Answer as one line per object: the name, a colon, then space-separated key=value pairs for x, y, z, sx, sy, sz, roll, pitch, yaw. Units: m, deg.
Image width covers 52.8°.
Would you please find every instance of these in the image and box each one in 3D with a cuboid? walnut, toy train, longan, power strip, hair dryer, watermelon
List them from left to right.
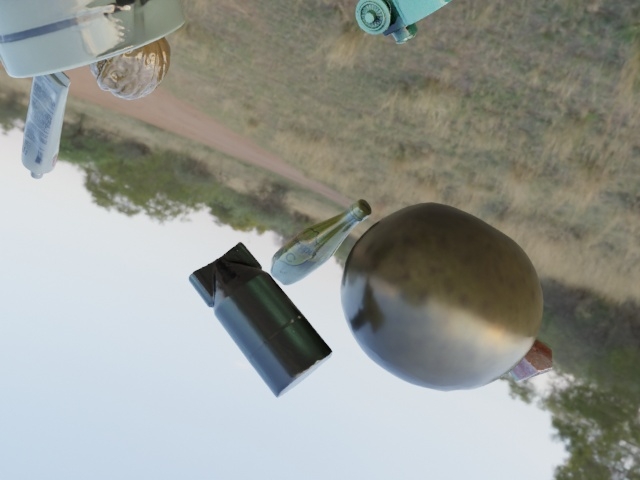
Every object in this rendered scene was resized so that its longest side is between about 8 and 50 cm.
power strip: x=-0.411 y=-0.413 z=1.131 sx=0.358 sy=0.161 sz=0.357 roll=-12 pitch=-152 yaw=6
walnut: x=-0.474 y=-0.451 z=1.589 sx=0.213 sy=0.213 sz=0.213 roll=22 pitch=180 yaw=0
hair dryer: x=-0.093 y=0.142 z=1.121 sx=0.244 sy=0.116 sz=0.302 roll=52 pitch=173 yaw=13
toy train: x=0.090 y=-0.401 z=0.896 sx=0.159 sy=0.101 sz=0.248 roll=-12 pitch=117 yaw=47
longan: x=0.211 y=0.099 z=1.159 sx=0.361 sy=0.360 sz=0.361 roll=22 pitch=180 yaw=0
watermelon: x=0.390 y=0.230 z=1.217 sx=0.085 sy=0.092 sz=0.072 roll=28 pitch=-164 yaw=18

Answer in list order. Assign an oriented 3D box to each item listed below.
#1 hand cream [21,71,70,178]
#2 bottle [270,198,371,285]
hand cream: x=-0.649 y=-0.277 z=1.523 sx=0.124 sy=0.340 sz=0.078 roll=45 pitch=-140 yaw=16
bottle: x=0.000 y=0.000 z=1.296 sx=0.083 sy=0.270 sz=0.083 roll=27 pitch=-138 yaw=-28
